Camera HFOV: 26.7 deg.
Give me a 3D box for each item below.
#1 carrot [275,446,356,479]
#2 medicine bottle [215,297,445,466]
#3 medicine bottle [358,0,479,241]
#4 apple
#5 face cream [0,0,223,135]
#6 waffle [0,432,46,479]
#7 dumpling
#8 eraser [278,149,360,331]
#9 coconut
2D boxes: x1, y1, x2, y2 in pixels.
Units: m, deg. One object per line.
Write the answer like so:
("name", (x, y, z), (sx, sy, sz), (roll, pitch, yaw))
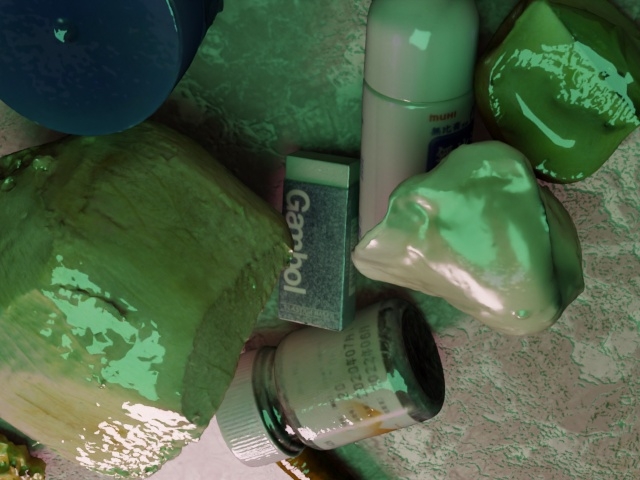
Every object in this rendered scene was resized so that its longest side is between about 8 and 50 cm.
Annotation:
("carrot", (0.035, 0.365, 1.932), (0.066, 0.066, 0.314), (-33, 116, 26))
("medicine bottle", (0.011, 0.188, 1.752), (0.273, 0.165, 0.165), (-21, 118, 21))
("medicine bottle", (0.111, -0.141, 1.539), (0.130, 0.130, 0.341), (4, 123, 6))
("apple", (0.263, -0.171, 1.465), (0.188, 0.174, 0.207), (42, 79, 0))
("face cream", (-0.236, -0.270, 1.448), (0.249, 0.225, 0.249), (6, 125, 8))
("waffle", (-0.517, 0.388, 2.028), (0.281, 0.058, 0.301), (-16, 121, 20))
("dumpling", (0.160, 0.023, 1.469), (0.242, 0.187, 0.318), (-15, 152, 3))
("eraser", (0.000, 0.000, 1.655), (0.091, 0.046, 0.213), (11, 109, 23))
("coconut", (-0.254, 0.039, 1.560), (0.404, 0.405, 0.405), (4, 124, 6))
